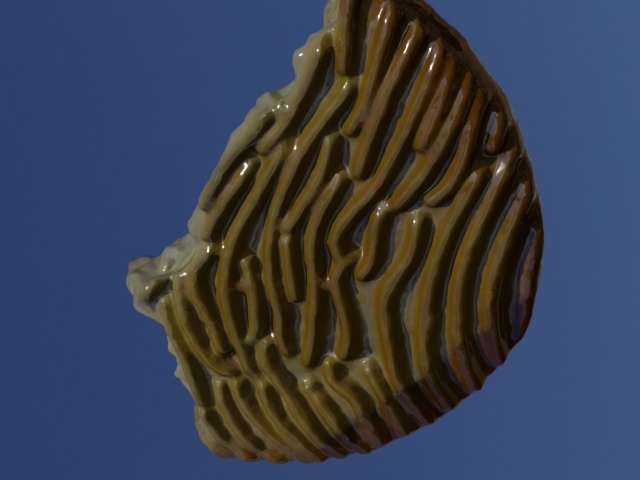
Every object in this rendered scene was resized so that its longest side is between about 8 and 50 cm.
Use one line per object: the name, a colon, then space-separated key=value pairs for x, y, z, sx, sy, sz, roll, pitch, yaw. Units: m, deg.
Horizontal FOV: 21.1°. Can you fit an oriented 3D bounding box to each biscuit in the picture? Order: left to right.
biscuit: x=0.000 y=0.001 z=0.673 sx=0.031 sy=0.176 sz=0.228 roll=-72 pitch=-22 yaw=-53
